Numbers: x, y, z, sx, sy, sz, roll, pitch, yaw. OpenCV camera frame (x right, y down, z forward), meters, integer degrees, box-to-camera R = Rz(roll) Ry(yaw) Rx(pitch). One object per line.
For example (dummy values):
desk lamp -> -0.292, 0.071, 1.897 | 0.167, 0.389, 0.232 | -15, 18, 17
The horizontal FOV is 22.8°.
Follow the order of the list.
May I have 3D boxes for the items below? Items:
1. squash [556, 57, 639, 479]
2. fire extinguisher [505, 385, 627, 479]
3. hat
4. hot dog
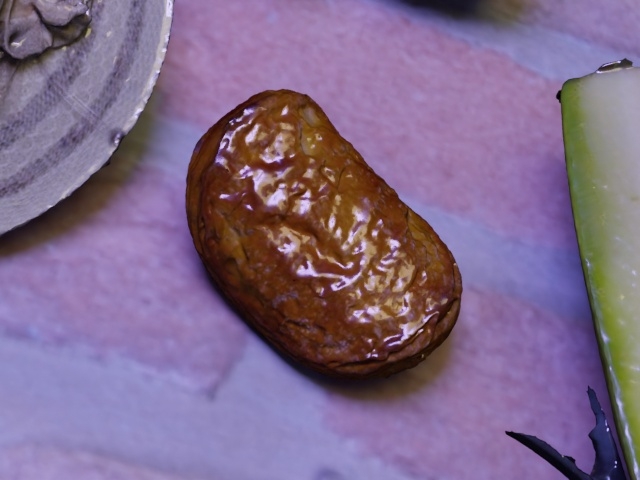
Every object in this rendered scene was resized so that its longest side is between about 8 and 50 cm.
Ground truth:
squash -> 0.222, 0.048, 0.752 | 0.203, 0.111, 0.289 | -9, 59, -3
fire extinguisher -> 0.065, 0.191, 0.649 | 0.118, 0.093, 0.294 | 47, 58, -9
hat -> -0.186, -0.123, 0.670 | 0.252, 0.110, 0.252 | 0, 85, -5
hot dog -> 0.002, -0.002, 0.742 | 0.147, 0.065, 0.099 | 46, 59, -4
